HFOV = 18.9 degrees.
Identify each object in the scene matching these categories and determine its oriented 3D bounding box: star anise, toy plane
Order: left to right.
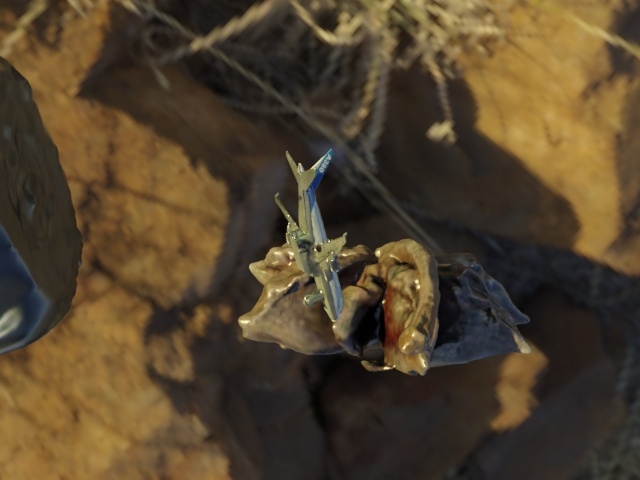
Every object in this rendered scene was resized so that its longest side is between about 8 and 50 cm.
[{"bbox_3d":[-0.003,0.000,0.898,0.024,0.078,0.084,-11,109,-22],"label":"toy plane"},{"bbox_3d":[0.049,0.043,1.317,0.209,0.231,0.089,-3,94,-32],"label":"star anise"}]

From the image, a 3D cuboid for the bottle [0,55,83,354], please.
[{"bbox_3d":[-0.188,0.017,0.449,0.260,0.112,0.112,-13,130,9],"label":"bottle"}]
